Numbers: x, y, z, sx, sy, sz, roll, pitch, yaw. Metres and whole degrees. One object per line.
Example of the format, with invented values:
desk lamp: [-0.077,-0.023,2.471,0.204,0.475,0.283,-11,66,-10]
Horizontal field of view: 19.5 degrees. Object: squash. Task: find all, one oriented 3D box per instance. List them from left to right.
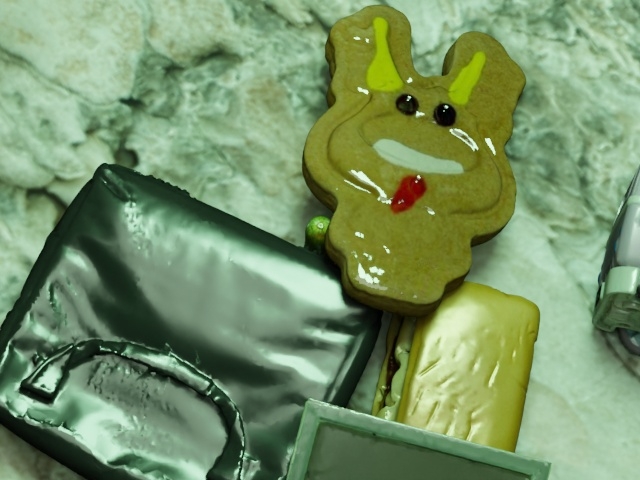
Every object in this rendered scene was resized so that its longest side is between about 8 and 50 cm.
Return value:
squash: [0.000,0.000,1.513,0.027,0.083,0.027,1,71,-2]

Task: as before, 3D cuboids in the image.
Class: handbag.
handbag: [-0.112,0.091,1.480,0.275,0.088,0.244,26,75,4]

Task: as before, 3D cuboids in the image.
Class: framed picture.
framed picture: [0.052,0.265,1.417,0.197,0.014,0.252,15,89,0]

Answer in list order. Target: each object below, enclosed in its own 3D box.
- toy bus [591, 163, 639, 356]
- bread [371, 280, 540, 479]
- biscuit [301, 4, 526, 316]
toy bus: [0.329,0.023,1.484,0.203,0.142,0.142,13,71,4]
bread: [0.102,0.130,1.481,0.116,0.077,0.200,16,71,-4]
biscuit: [0.077,-0.070,1.512,0.186,0.044,0.295,12,55,-9]
